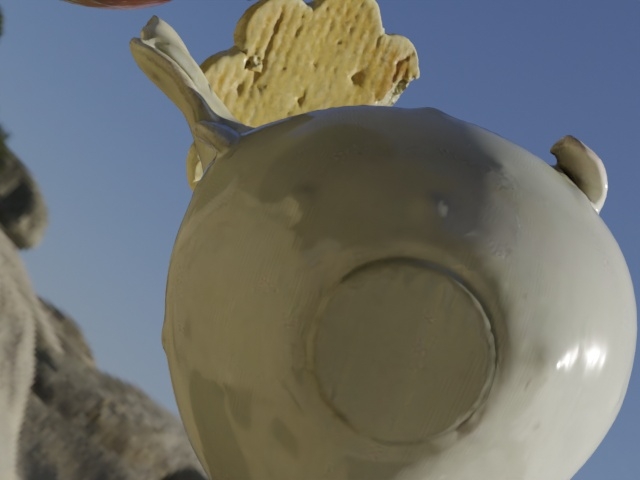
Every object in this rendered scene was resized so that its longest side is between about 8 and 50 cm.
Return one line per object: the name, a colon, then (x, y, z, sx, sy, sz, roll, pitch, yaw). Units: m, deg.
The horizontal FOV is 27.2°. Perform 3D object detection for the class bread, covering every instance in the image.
bread: (-0.029, -0.129, 1.235, 0.182, 0.251, 0.039, 40, -7, -23)

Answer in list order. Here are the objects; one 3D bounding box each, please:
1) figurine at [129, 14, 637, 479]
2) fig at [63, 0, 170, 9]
figurine: (0.000, 0.000, 0.674, 0.274, 0.227, 0.394, 54, 0, -7)
fig: (-0.106, -0.216, 0.843, 0.207, 0.175, 0.175, 19, -6, -19)
